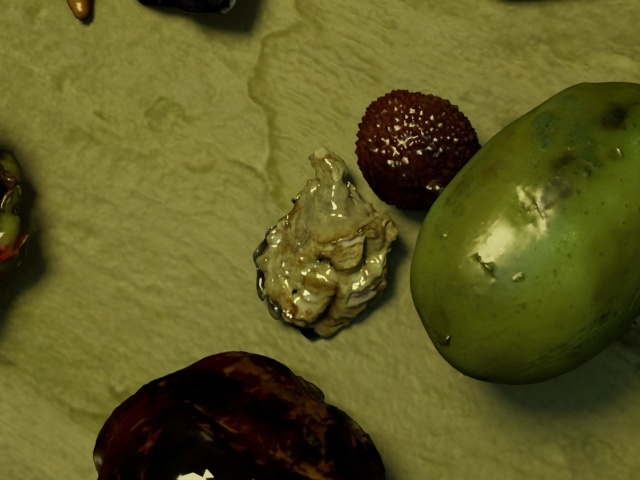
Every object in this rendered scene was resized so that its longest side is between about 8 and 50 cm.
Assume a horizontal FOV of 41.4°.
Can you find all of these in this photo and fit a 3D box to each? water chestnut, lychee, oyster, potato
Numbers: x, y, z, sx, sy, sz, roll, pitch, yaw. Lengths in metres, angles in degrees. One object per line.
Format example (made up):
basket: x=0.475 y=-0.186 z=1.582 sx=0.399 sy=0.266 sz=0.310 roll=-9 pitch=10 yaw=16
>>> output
water chestnut: x=-0.083 y=0.246 z=0.777 sx=0.289 sy=0.289 sz=0.244 roll=49 pitch=125 yaw=11
lychee: x=0.094 y=-0.093 z=0.847 sx=0.123 sy=0.123 sz=0.129 roll=-26 pitch=76 yaw=6
oyster: x=0.000 y=0.000 z=0.874 sx=0.163 sy=0.081 sz=0.191 roll=-15 pitch=78 yaw=12
potato: x=0.209 y=-0.007 z=0.767 sx=0.215 sy=0.216 sz=0.304 roll=33 pitch=82 yaw=12

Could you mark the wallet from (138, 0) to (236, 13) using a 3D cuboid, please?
wallet: x=-0.125 y=-0.356 z=0.928 sx=0.167 sy=0.036 sz=0.222 roll=17 pitch=84 yaw=38

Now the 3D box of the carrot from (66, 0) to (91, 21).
carrot: x=-0.308 y=-0.371 z=0.989 sx=0.043 sy=0.043 sz=0.248 roll=-19 pitch=83 yaw=7

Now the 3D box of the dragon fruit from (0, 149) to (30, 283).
dragon fruit: x=-0.439 y=-0.030 z=0.880 sx=0.231 sy=0.237 sz=0.303 roll=-7 pitch=93 yaw=30
